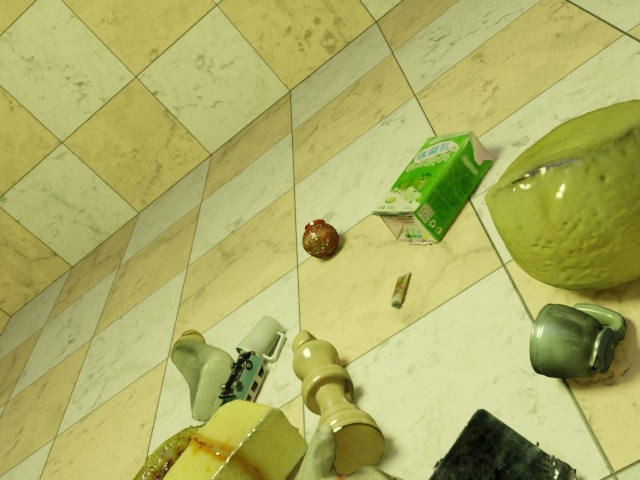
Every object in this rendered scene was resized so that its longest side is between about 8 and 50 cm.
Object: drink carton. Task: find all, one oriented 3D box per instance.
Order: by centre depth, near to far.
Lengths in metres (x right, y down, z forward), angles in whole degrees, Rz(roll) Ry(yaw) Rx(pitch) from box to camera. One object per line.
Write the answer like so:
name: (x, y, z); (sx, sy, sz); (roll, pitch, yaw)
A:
drink carton: (0.261, -0.124, 1.572); (0.271, 0.108, 0.161); (-54, 27, -20)

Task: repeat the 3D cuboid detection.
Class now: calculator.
calculator: (0.206, 0.365, 0.897); (0.161, 0.021, 0.262); (35, 75, 24)

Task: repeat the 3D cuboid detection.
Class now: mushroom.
mushroom: (-0.307, 0.323, 1.702); (0.159, 0.122, 0.328); (-40, 23, -14)

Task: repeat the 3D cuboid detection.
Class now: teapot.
teapot: (0.386, 0.154, 1.006); (0.108, 0.149, 0.111); (9, 94, 42)

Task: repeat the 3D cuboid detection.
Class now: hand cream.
hand cream: (0.170, 0.105, 1.458); (0.035, 0.022, 0.102); (-33, 22, 39)

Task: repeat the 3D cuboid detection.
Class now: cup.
cup: (-0.134, 0.249, 1.637); (0.104, 0.074, 0.116); (18, 57, 35)

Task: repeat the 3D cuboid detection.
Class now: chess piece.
chess piece: (0.013, 0.285, 1.310); (0.117, 0.117, 0.397); (-41, 24, 5)

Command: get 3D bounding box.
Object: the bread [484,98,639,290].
bread: (0.438, -0.069, 1.102); (0.320, 0.237, 0.320); (-29, 16, 9)

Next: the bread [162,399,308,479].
bread: (-0.170, 0.423, 1.286); (0.178, 0.135, 0.240); (-2, 39, 52)

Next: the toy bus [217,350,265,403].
toy bus: (-0.173, 0.323, 1.557); (0.060, 0.075, 0.123); (-19, 34, 41)

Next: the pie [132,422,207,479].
pie: (-0.278, 0.506, 1.397); (0.288, 0.103, 0.355); (-24, 32, 39)

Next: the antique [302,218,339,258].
antique: (0.000, 0.000, 1.777); (0.104, 0.104, 0.104); (-34, 27, 20)

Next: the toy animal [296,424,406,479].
toy animal: (0.040, 0.473, 0.959); (0.266, 0.188, 0.308); (-59, 23, 26)
